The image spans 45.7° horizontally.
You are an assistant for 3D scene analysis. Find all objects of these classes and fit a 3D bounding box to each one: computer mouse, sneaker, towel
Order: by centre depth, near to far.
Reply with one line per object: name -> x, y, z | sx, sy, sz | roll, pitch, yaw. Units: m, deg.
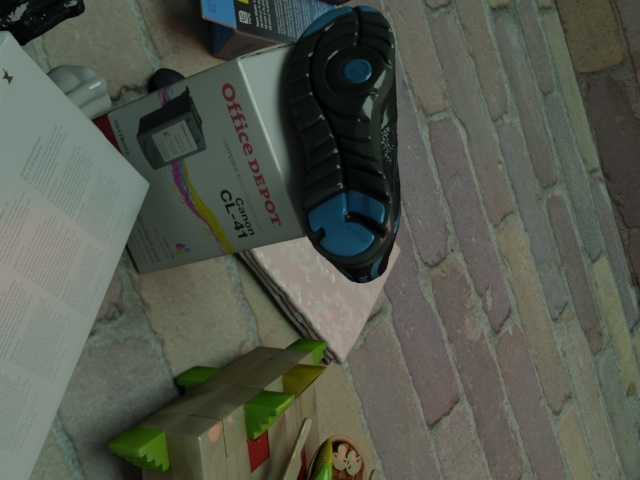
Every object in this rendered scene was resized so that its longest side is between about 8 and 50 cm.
sneaker -> 0.031, -0.115, 0.884 | 0.140, 0.124, 0.341 | 62, 28, -65
computer mouse -> -0.180, -0.153, 1.157 | 0.242, 0.041, 0.071 | 59, 41, -23
towel -> 0.000, 0.000, 1.332 | 0.332, 0.053, 0.317 | 55, 45, -26

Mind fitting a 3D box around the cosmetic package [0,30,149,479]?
cosmetic package -> -0.336, 0.029, 0.760 | 0.284, 0.097, 0.378 | 62, 42, -61

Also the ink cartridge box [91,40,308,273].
ink cartridge box -> -0.139, -0.097, 0.980 | 0.131, 0.306, 0.226 | -33, 106, -50

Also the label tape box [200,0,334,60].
label tape box -> -0.118, -0.424, 1.250 | 0.333, 0.105, 0.241 | -1, 80, -51

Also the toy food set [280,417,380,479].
toy food set -> 0.028, 0.330, 1.022 | 0.192, 0.038, 0.133 | 44, 53, -36

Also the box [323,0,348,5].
box -> -0.032, -0.502, 1.245 | 0.232, 0.059, 0.184 | -3, 83, -52

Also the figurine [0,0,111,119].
figurine -> -0.351, -0.177, 0.864 | 0.209, 0.092, 0.215 | -57, 151, -43

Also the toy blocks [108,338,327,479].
toy blocks -> -0.107, 0.320, 1.042 | 0.381, 0.190, 0.261 | -25, 114, -60
